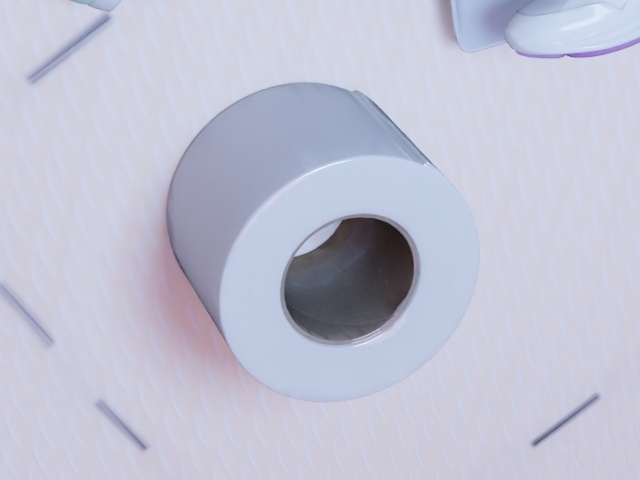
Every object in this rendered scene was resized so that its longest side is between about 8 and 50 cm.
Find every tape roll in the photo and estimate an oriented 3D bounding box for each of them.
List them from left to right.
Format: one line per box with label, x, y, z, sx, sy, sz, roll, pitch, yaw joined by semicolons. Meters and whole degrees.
tape roll;0.000;0.000;1.702;0.246;0.169;0.246;-10;119;-18

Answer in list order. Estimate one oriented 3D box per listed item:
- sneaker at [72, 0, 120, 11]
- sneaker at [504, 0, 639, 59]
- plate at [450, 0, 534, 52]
sneaker;-0.193;-0.317;1.498;0.151;0.094;0.256;14;109;-25
sneaker;0.285;-0.266;1.676;0.305;0.114;0.152;-29;110;-11
plate;0.224;-0.332;1.689;0.278;0.045;0.277;-19;123;-12
